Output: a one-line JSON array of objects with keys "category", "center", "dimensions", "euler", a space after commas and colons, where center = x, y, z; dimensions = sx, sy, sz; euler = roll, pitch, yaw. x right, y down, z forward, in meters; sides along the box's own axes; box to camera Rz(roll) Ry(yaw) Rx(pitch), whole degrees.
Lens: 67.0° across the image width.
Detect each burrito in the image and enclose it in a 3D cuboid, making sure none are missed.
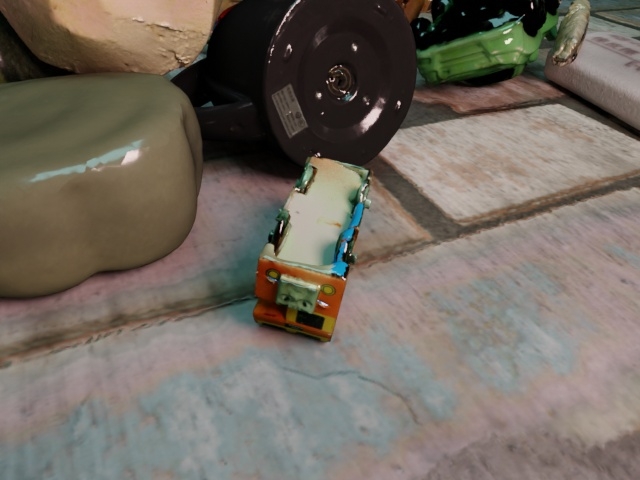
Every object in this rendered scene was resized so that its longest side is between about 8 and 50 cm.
[{"category": "burrito", "center": [0.443, -0.365, 0.857], "dimensions": [0.045, 0.058, 0.188], "euler": [20, 56, 12]}]

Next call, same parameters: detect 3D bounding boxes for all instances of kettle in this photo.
[{"category": "kettle", "center": [-0.074, -0.208, 0.616], "dimensions": [0.268, 0.207, 0.290], "euler": [-34, 40, -20]}]

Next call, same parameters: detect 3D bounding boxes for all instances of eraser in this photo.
[{"category": "eraser", "center": [0.542, -0.275, 0.830], "dimensions": [0.174, 0.094, 0.270], "euler": [-12, 39, -10]}]

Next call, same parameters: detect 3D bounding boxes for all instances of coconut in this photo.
[{"category": "coconut", "center": [-0.224, -0.290, 0.523], "dimensions": [0.233, 0.233, 0.245], "euler": [5, 43, 1]}]

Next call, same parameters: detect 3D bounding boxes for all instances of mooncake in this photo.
[{"category": "mooncake", "center": [-0.241, -0.062, 0.454], "dimensions": [0.275, 0.135, 0.275], "euler": [0, 38, 0]}]

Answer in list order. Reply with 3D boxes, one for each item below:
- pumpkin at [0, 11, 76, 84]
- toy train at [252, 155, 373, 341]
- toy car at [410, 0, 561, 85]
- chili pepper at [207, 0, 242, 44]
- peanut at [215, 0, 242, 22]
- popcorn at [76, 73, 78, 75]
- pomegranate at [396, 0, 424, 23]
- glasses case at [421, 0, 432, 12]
[{"category": "pumpkin", "center": [-0.458, -0.226, 0.575], "dimensions": [0.300, 0.207, 0.300], "euler": [2, 42, -2]}, {"category": "toy train", "center": [0.000, 0.000, 0.421], "dimensions": [0.072, 0.099, 0.188], "euler": [12, 37, 6]}, {"category": "toy car", "center": [0.309, -0.369, 0.863], "dimensions": [0.214, 0.176, 0.358], "euler": [-3, 37, 36]}, {"category": "chili pepper", "center": [-0.092, -0.365, 0.826], "dimensions": [0.110, 0.110, 0.388], "euler": [-29, 25, -35]}, {"category": "peanut", "center": [-0.308, -0.560, 1.093], "dimensions": [0.290, 0.130, 0.130], "euler": [-2, 38, -8]}, {"category": "popcorn", "center": [-0.351, -0.318, 0.758], "dimensions": [0.198, 0.155, 0.197], "euler": [10, 44, -10]}, {"category": "pomegranate", "center": [0.113, -0.524, 0.991], "dimensions": [0.229, 0.252, 0.270], "euler": [12, 31, -24]}, {"category": "glasses case", "center": [0.294, -0.698, 1.397], "dimensions": [0.065, 0.041, 0.170], "euler": [15, 37, -4]}]
